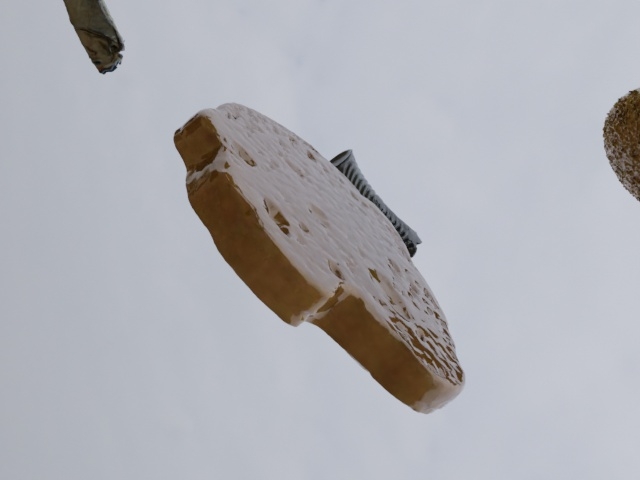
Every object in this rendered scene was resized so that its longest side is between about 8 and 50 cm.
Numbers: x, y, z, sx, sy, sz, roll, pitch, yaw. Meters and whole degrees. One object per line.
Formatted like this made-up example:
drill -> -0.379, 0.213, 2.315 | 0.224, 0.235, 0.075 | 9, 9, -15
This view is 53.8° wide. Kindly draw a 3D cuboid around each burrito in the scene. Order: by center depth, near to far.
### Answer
burrito -> -0.284, -0.279, 0.769 | 0.051, 0.042, 0.171 | -32, -111, 8

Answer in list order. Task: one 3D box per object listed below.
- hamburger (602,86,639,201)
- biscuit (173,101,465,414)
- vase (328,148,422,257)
hamburger -> 0.647, -0.164, 1.142 | 0.276, 0.179, 0.294 | 59, -12, -22
biscuit -> 0.000, 0.000, 0.592 | 0.057, 0.312, 0.351 | -45, -139, 18
vase -> 0.095, -0.063, 1.249 | 0.115, 0.115, 0.237 | -16, -61, 49
